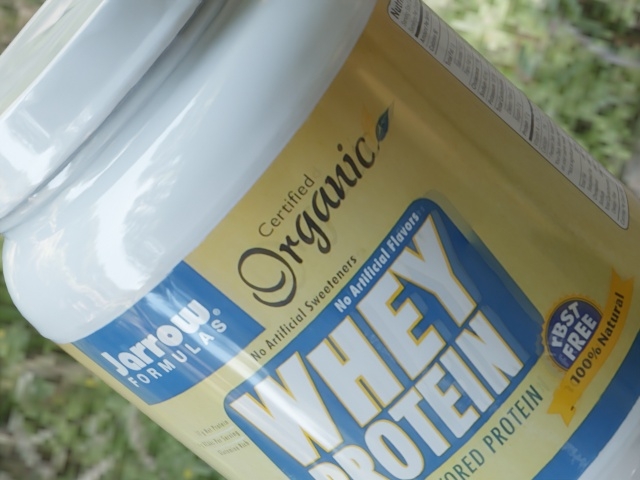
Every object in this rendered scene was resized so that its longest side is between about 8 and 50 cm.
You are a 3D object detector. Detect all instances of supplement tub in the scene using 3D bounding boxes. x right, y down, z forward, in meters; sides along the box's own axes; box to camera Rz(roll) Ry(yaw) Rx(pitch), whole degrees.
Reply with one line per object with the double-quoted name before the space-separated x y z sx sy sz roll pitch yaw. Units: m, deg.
"supplement tub" 0.000 0.000 0.564 0.144 0.199 0.144 -45 17 17
